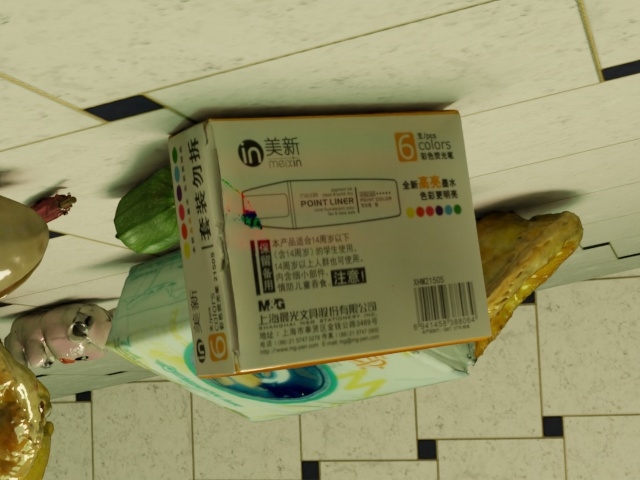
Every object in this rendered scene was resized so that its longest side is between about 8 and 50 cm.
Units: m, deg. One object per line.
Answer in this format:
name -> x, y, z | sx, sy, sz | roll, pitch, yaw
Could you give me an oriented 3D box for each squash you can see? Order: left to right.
squash -> -0.146, -0.030, 1.245 | 0.077, 0.068, 0.219 | -55, -166, -22

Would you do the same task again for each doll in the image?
doll -> -0.391, 0.145, 2.003 | 0.192, 0.095, 0.149 | -16, 176, 19

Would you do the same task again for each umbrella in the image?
umbrella -> -0.274, -0.026, 1.287 | 0.027, 0.025, 0.165 | -28, -175, -36

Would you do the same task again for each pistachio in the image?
pistachio -> -0.331, 0.015, 1.160 | 0.185, 0.124, 0.124 | -12, 171, -12

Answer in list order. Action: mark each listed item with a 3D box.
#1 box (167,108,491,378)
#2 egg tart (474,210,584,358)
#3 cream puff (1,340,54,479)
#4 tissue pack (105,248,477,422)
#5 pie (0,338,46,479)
box -> 0.010, -0.002, 1.155 | 0.274, 0.220, 0.091 | -3, 174, -32
egg tart -> 0.236, 0.057, 1.889 | 0.319, 0.128, 0.319 | -44, 168, -12
cream puff -> -0.523, 0.274, 1.816 | 0.378, 0.378, 0.275 | -18, 162, 40
tissue pack -> -0.034, 0.100, 1.671 | 0.388, 0.162, 0.287 | -18, 141, 40
pie -> -0.478, 0.174, 1.529 | 0.339, 0.339, 0.083 | -14, -150, 23
